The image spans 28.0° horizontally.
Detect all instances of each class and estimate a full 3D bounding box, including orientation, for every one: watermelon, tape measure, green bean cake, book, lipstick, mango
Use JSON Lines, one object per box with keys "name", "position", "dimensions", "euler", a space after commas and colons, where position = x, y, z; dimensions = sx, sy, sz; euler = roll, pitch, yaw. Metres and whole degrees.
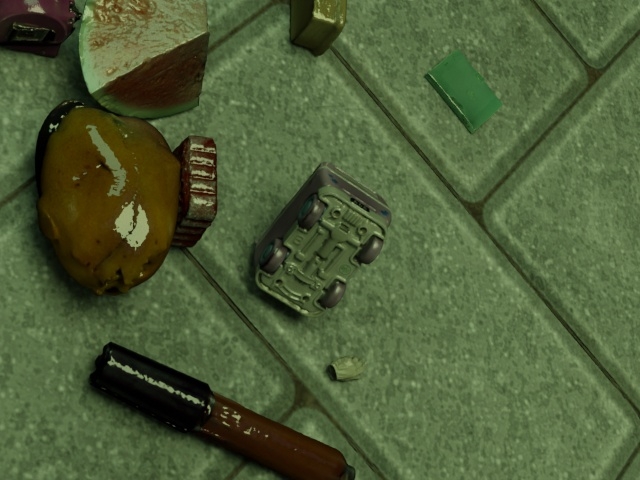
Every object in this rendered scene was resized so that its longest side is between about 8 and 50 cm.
{"name": "watermelon", "position": [-0.255, -0.299, 1.911], "dimensions": [0.260, 0.176, 0.256], "euler": [-22, 109, -20]}
{"name": "tape measure", "position": [-0.413, -0.320, 1.857], "dimensions": [0.125, 0.118, 0.074], "euler": [4, 66, -28]}
{"name": "green bean cake", "position": [-0.194, -0.071, 1.873], "dimensions": [0.056, 0.135, 0.135], "euler": [5, 63, -24]}
{"name": "book", "position": [0.262, -0.273, 2.334], "dimensions": [0.135, 0.017, 0.103], "euler": [50, 54, -3]}
{"name": "lipstick", "position": [-0.130, 0.258, 1.807], "dimensions": [0.418, 0.077, 0.077], "euler": [29, 56, -21]}
{"name": "mango", "position": [-0.291, -0.058, 1.784], "dimensions": [0.201, 0.152, 0.287], "euler": [-10, 65, 11]}

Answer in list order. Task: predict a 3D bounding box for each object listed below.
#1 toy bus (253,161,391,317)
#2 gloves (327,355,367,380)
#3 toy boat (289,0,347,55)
{"name": "toy bus", "position": [0.000, 0.000, 1.936], "dimensions": [0.142, 0.202, 0.142], "euler": [32, 23, -18]}
{"name": "gloves", "position": [0.040, 0.199, 1.972], "dimensions": [0.081, 0.037, 0.044], "euler": [-25, 120, -43]}
{"name": "toy boat", "position": [-0.004, -0.419, 2.167], "dimensions": [0.061, 0.116, 0.188], "euler": [11, 65, -22]}
